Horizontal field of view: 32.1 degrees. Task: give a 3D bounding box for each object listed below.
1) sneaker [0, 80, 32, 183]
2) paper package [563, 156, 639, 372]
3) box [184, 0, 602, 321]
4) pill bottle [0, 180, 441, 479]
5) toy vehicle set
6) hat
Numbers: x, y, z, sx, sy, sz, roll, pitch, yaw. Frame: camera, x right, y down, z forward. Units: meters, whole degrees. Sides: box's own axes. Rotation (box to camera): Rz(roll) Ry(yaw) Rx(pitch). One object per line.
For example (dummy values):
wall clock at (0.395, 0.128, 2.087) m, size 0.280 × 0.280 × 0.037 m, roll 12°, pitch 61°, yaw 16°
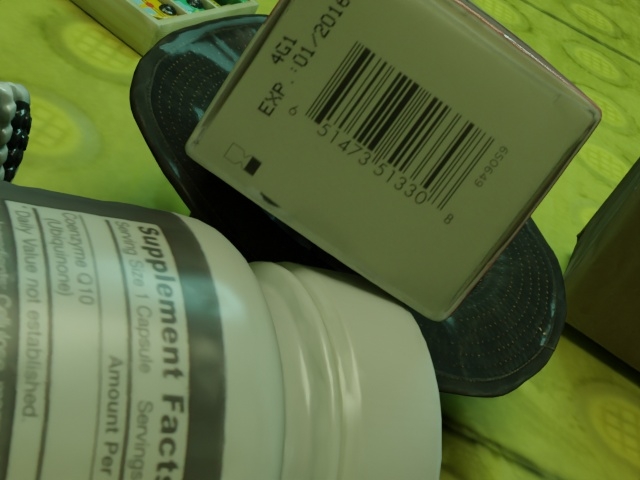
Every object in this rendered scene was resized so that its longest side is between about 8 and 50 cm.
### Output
sneaker at (-0.276, -0.043, 0.624) m, size 0.118 × 0.110 × 0.292 m, roll 29°, pitch 30°, yaw 14°
paper package at (0.401, 0.012, 0.901) m, size 0.325 × 0.309 × 0.168 m, roll 33°, pitch 36°, yaw 6°
box at (0.037, -0.079, 0.597) m, size 0.149 × 0.127 × 0.232 m, roll 34°, pitch 15°, yaw -7°
pill bottle at (-0.143, 0.076, 0.462) m, size 0.361 × 0.204 × 0.204 m, roll 11°, pitch 36°, yaw -30°
toy vehicle set at (-0.207, -0.277, 1.069) m, size 0.267 × 0.035 × 0.166 m, roll 38°, pitch 32°, yaw 13°
hat at (0.000, 0.000, 0.762) m, size 0.331 × 0.134 × 0.331 m, roll 24°, pitch 38°, yaw -20°
